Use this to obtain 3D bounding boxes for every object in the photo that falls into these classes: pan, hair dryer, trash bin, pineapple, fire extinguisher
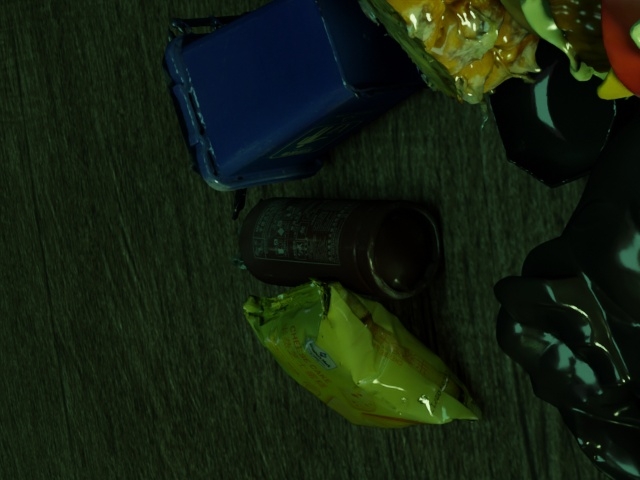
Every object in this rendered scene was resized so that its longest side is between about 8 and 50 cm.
[{"bbox_3d":[0.218,-0.121,1.082,0.202,0.048,0.128,-23,85,55],"label":"pan"},{"bbox_3d":[-0.071,-0.059,1.480,0.079,0.031,0.083,13,88,43],"label":"hair dryer"},{"bbox_3d":[-0.025,-0.164,1.303,0.234,0.163,0.184,-24,83,48],"label":"trash bin"},{"bbox_3d":[0.160,-0.239,1.014,0.209,0.286,0.344,48,-172,-22],"label":"pineapple"},{"bbox_3d":[0.000,0.000,1.376,0.269,0.105,0.104,3,104,52],"label":"fire extinguisher"}]

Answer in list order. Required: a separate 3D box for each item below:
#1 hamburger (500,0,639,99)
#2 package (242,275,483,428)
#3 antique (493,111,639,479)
[{"bbox_3d":[0.252,-0.200,0.827,0.212,0.274,0.274,30,124,42],"label":"hamburger"},{"bbox_3d":[0.037,0.113,1.313,0.226,0.090,0.168,38,154,-20],"label":"package"},{"bbox_3d":[0.269,0.043,0.967,0.255,0.185,0.322,40,125,30],"label":"antique"}]
